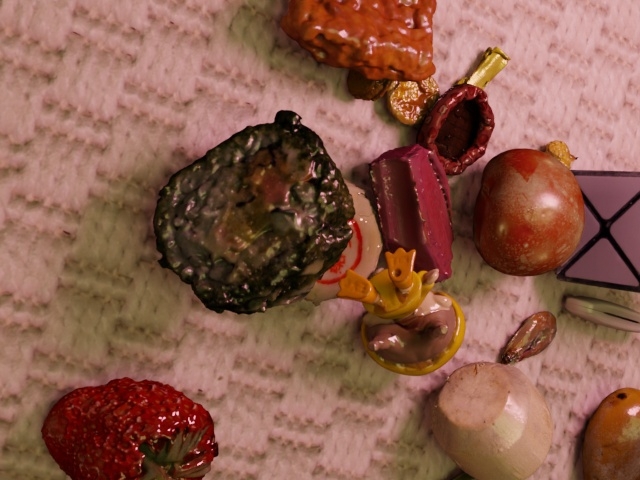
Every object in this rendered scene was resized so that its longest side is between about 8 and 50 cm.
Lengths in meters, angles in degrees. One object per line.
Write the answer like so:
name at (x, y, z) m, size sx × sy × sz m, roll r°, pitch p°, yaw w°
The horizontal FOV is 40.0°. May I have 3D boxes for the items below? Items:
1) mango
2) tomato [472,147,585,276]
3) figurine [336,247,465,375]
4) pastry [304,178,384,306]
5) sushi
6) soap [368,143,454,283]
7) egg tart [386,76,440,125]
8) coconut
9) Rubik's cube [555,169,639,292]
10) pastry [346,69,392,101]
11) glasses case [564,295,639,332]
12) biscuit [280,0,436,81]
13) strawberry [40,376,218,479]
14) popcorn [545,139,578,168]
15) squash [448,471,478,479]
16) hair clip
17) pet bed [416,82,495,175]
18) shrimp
mango at (0.716, 0.503, 2.110) m, size 0.192 × 0.146 × 0.317 m, roll 1°, pitch 109°, yaw -23°
tomato at (0.442, -0.056, 1.849) m, size 0.222 × 0.270 × 0.270 m, roll 8°, pitch 92°, yaw -2°
figurine at (0.159, 0.145, 1.742) m, size 0.344 × 0.215 × 0.187 m, roll 50°, pitch 35°, yaw -53°
pastry at (0.001, -0.002, 1.740) m, size 0.264 × 0.133 × 0.265 m, roll -3°, pitch 97°, yaw -28°
sushi at (-0.110, -0.030, 1.563) m, size 0.351 × 0.178 × 0.294 m, roll -33°, pitch 71°, yaw 4°
soap at (0.193, -0.046, 1.787) m, size 0.182 × 0.112 × 0.289 m, roll -34°, pitch 116°, yaw -57°
egg tart at (0.190, -0.303, 1.836) m, size 0.130 × 0.052 × 0.131 m, roll -2°, pitch 96°, yaw -23°
coconut at (0.368, 0.393, 1.887) m, size 0.245 × 0.245 × 0.247 m, roll -47°, pitch 130°, yaw -13°
Rubik's cube at (0.701, -0.022, 1.954) m, size 0.260 × 0.259 × 0.255 m, roll 0°, pitch 94°, yaw -42°
pastry at (0.101, -0.331, 1.770) m, size 0.057 × 0.097 × 0.109 m, roll 21°, pitch 129°, yaw -30°
glasses case at (0.682, 0.175, 2.085) m, size 0.233 × 0.092 × 0.059 m, roll 15°, pitch 91°, yaw -23°
biscuit at (0.086, -0.465, 1.701) m, size 0.317 × 0.110 × 0.312 m, roll 11°, pitch 68°, yaw -16°
strawberry at (-0.338, 0.369, 1.592) m, size 0.261 × 0.257 × 0.261 m, roll -27°, pitch 131°, yaw -36°
popcorn at (0.549, -0.185, 1.994) m, size 0.084 × 0.084 × 0.084 m, roll -2°, pitch 96°, yaw -24°
squash at (0.359, 0.532, 1.982) m, size 0.318 × 0.071 × 0.080 m, roll -32°, pitch 104°, yaw -19°
hair clip at (0.334, -0.340, 1.901) m, size 0.072 × 0.046 × 0.173 m, roll 35°, pitch 89°, yaw -22°
pet bed at (0.288, -0.230, 1.859) m, size 0.201 × 0.053 × 0.201 m, roll -18°, pitch 127°, yaw -25°
shrimp at (0.478, 0.237, 2.026) m, size 0.190 × 0.042 × 0.101 m, roll -37°, pitch 116°, yaw -18°
